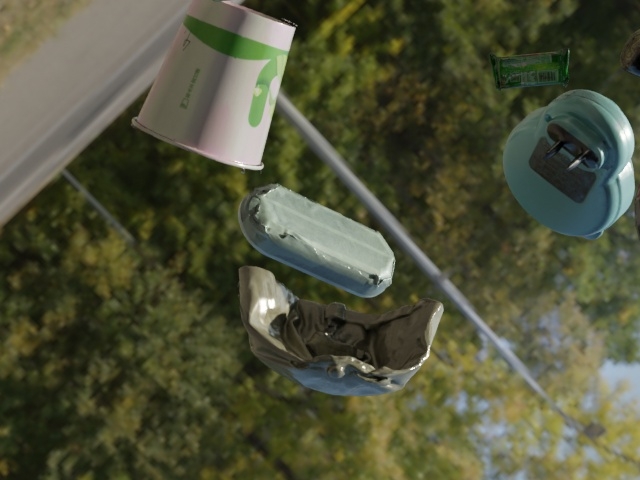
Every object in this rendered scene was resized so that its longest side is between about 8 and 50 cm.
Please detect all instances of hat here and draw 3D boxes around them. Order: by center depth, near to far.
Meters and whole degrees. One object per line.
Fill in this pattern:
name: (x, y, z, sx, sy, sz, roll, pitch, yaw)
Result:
hat: (0.008, 0.121, 1.353, 0.244, 0.214, 0.149, 100, -1, -59)

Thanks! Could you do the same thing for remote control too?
remote control: (0.000, 0.000, 1.734, 0.052, 0.247, 0.104, -37, -141, 42)

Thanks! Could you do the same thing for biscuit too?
biscuit: (0.237, -0.193, 1.454, 0.089, 0.046, 0.016, -4, -155, 8)

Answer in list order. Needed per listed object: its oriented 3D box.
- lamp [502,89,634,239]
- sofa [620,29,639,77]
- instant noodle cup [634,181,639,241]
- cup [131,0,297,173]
lamp: (0.381, -0.119, 1.937, 0.147, 0.209, 0.284, -48, 165, -13)
sofa: (0.486, -0.300, 1.559, 0.182, 0.200, 0.258, -140, -113, -68)
instant noodle cup: (0.486, -0.035, 1.490, 0.181, 0.258, 0.302, -30, -132, 53)
cup: (-0.177, -0.287, 2.282, 0.253, 0.253, 0.273, -94, -156, -80)
